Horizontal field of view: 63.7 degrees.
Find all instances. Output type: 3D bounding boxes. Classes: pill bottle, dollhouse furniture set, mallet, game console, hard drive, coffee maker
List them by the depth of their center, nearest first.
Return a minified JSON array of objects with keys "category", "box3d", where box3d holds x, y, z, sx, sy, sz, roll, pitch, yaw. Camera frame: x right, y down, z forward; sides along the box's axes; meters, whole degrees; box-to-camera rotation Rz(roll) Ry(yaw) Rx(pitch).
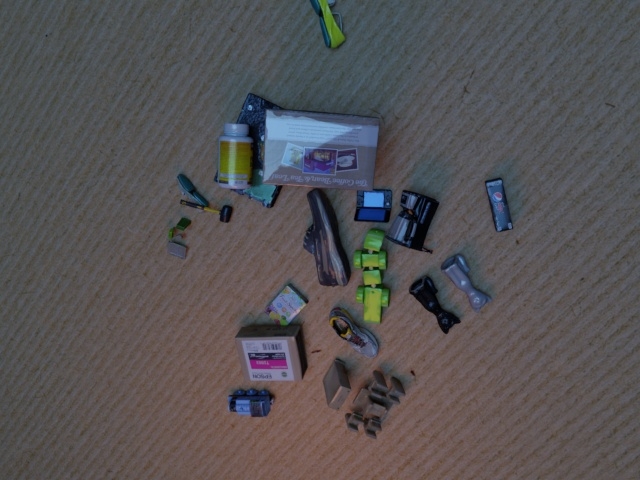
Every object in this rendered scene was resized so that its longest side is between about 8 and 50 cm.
[{"category":"coffee maker","box3d":[0.319,-0.065,1.718,0.120,0.171,0.178,30,104,45]},{"category":"pill bottle","box3d":[-0.288,-0.286,1.750,0.117,0.117,0.215,6,101,12]},{"category":"game console","box3d":[0.179,-0.120,1.759,0.122,0.071,0.108,4,100,12]},{"category":"hard drive","box3d":[-0.209,-0.314,1.821,0.236,0.064,0.339,27,103,8]},{"category":"dollhouse furniture set","box3d":[0.144,0.556,1.872,0.242,0.161,0.212,25,105,-15]},{"category":"mallet","box3d":[-0.414,-0.125,1.881,0.189,0.039,0.062,22,103,-16]},{"category":"dollhouse furniture set","box3d":[-0.536,-0.008,1.970,0.076,0.059,0.152,18,122,2]}]

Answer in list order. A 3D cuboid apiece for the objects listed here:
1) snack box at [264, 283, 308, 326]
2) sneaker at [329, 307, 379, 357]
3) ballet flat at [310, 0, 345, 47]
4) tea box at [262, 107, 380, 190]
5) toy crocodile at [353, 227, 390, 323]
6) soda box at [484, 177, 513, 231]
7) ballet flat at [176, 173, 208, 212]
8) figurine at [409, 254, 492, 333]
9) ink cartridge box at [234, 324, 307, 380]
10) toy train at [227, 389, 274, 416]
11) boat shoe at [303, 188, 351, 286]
[{"category":"snack box","box3d":[-0.127,0.244,1.909,0.100,0.037,0.141,43,107,2]},{"category":"sneaker","box3d":[0.112,0.342,1.842,0.225,0.092,0.088,41,106,3]},{"category":"ballet flat","box3d":[0.021,-0.752,1.696,0.077,0.077,0.231,-21,97,-6]},{"category":"tea box","box3d":[-0.005,-0.288,1.602,0.328,0.323,0.220,3,104,-4]},{"category":"toy crocodile","box3d":[0.185,0.128,1.792,0.115,0.105,0.341,0,103,17]},{"category":"soda box","box3d":[0.579,-0.116,1.672,0.053,0.060,0.169,-13,97,16]},{"category":"ballet flat","box3d":[-0.486,-0.170,1.915,0.052,0.057,0.168,-42,88,26]},{"category":"figurine","box3d":[0.447,0.188,1.750,0.214,0.092,0.209,-37,98,15]},{"category":"ink cartridge box","box3d":[-0.181,0.418,1.908,0.234,0.088,0.194,-5,109,14]},{"category":"toy train","box3d":[-0.271,0.623,1.972,0.184,0.105,0.080,-3,98,13]},{"category":"boat shoe","box3d":[0.000,0.000,1.791,0.130,0.132,0.356,-14,95,15]}]
